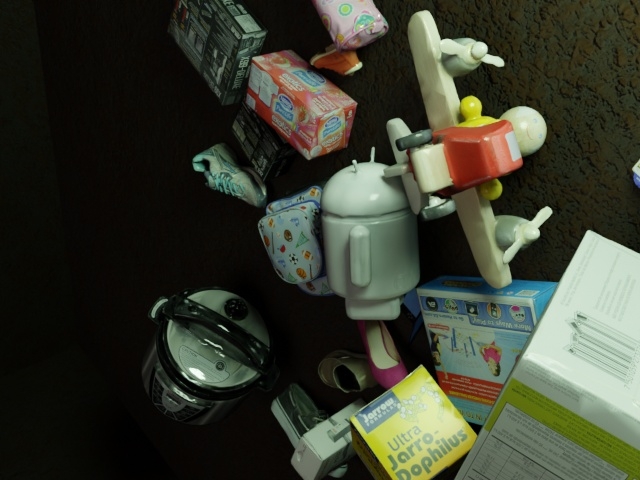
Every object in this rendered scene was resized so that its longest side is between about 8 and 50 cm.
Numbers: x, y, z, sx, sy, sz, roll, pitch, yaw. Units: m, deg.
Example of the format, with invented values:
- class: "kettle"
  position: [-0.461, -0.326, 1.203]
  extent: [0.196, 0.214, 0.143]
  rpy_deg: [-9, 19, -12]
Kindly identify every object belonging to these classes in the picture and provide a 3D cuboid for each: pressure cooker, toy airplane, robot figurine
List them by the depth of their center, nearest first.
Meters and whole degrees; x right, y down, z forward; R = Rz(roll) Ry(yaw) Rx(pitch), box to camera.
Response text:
- class: "toy airplane"
  position: [0.257, -0.154, 1.277]
  extent: [0.386, 0.272, 0.384]
  rpy_deg: [71, 180, -51]
- class: "robot figurine"
  position: [0.105, -0.011, 1.532]
  extent: [0.199, 0.300, 0.353]
  rpy_deg: [-2, 109, 11]
- class: "pressure cooker"
  position: [-0.349, 0.344, 2.254]
  extent: [0.420, 0.369, 0.376]
  rpy_deg: [-52, 49, 51]

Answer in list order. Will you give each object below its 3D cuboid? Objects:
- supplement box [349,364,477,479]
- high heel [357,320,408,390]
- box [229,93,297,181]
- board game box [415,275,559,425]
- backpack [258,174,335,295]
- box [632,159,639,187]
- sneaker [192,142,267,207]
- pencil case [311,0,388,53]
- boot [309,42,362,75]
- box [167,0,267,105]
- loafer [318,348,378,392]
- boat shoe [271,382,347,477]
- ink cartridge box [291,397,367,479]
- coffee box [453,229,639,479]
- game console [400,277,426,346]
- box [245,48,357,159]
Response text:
- class: "supplement box"
  position: [0.198, 0.449, 1.606]
  extent: [0.195, 0.194, 0.356]
  rpy_deg: [52, 168, 23]
- class: "high heel"
  position: [0.148, 0.251, 1.731]
  extent: [0.244, 0.082, 0.117]
  rpy_deg: [-110, 10, -56]
- class: "box"
  position: [-0.142, -0.270, 1.874]
  extent: [0.180, 0.077, 0.147]
  rpy_deg: [56, 144, 17]
- class: "board game box"
  position: [0.359, 0.231, 1.469]
  extent: [0.308, 0.086, 0.302]
  rpy_deg: [2, 110, 54]
- class: "backpack"
  position: [0.000, 0.000, 1.736]
  extent: [0.276, 0.213, 0.263]
  rpy_deg: [-13, 107, 54]
- class: "box"
  position: [0.531, -0.119, 1.089]
  extent: [0.081, 0.028, 0.136]
  rpy_deg: [51, 145, 23]
- class: "sneaker"
  position: [-0.259, -0.165, 2.054]
  extent: [0.283, 0.122, 0.110]
  rpy_deg: [40, 138, 35]
- class: "pencil case"
  position: [0.029, -0.523, 1.462]
  extent: [0.124, 0.124, 0.284]
  rpy_deg: [-31, 82, 56]
- class: "boot"
  position: [0.033, -0.389, 1.590]
  extent: [0.085, 0.059, 0.158]
  rpy_deg: [52, 162, -17]
- class: "box"
  position: [-0.279, -0.547, 1.906]
  extent: [0.307, 0.076, 0.242]
  rpy_deg: [53, 144, 20]
- class: "loafer"
  position: [0.065, 0.349, 1.932]
  extent: [0.268, 0.092, 0.102]
  rpy_deg: [-19, 93, 56]
- class: "boat shoe"
  position: [-0.026, 0.543, 2.126]
  extent: [0.335, 0.121, 0.119]
  rpy_deg: [40, 104, 39]
- class: "ink cartridge box"
  position: [0.040, 0.543, 1.964]
  extent: [0.092, 0.218, 0.159]
  rpy_deg: [47, 141, 27]
- class: "coffee box"
  position: [0.445, 0.260, 1.076]
  extent: [0.338, 0.337, 0.334]
  rpy_deg: [28, 132, 18]
- class: "game console"
  position: [0.208, 0.159, 1.648]
  extent: [0.107, 0.071, 0.122]
  rpy_deg: [50, 142, 24]
- class: "box"
  position: [-0.048, -0.317, 1.679]
  extent: [0.257, 0.122, 0.128]
  rpy_deg: [44, 140, 30]
